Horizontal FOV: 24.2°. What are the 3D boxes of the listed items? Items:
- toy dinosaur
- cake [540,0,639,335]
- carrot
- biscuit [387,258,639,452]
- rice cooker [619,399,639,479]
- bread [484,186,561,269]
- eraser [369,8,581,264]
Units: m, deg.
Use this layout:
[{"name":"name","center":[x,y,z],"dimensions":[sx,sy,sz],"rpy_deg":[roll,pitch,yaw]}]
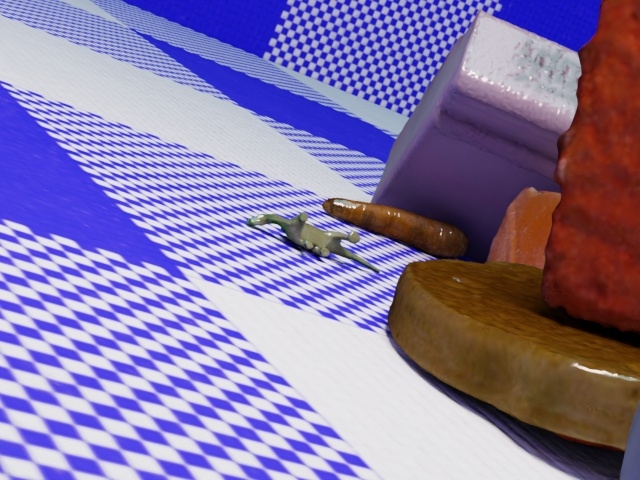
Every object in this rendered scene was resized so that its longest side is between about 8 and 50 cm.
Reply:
[{"name":"toy dinosaur","center":[0.000,0.000,1.221],"dimensions":[0.120,0.029,0.060],"rpy_deg":[20,-5,-33]},{"name":"cake","center":[0.347,-0.056,1.045],"dimensions":[0.270,0.269,0.319],"rpy_deg":[18,12,29]},{"name":"carrot","center":[0.075,-0.016,1.469],"dimensions":[0.165,0.035,0.035],"rpy_deg":[18,11,-21]},{"name":"biscuit","center":[0.236,0.091,1.034],"dimensions":[0.381,0.074,0.359],"rpy_deg":[15,12,-6]},{"name":"rice cooker","center":[0.276,0.118,0.389],"dimensions":[0.335,0.335,0.325],"rpy_deg":[18,11,-35]},{"name":"bread","center":[0.265,0.043,1.345],"dimensions":[0.244,0.123,0.190],"rpy_deg":[21,8,-27]},{"name":"eraser","center":[0.261,-0.053,1.494],"dimensions":[0.359,0.122,0.272],"rpy_deg":[25,-33,-6]}]
